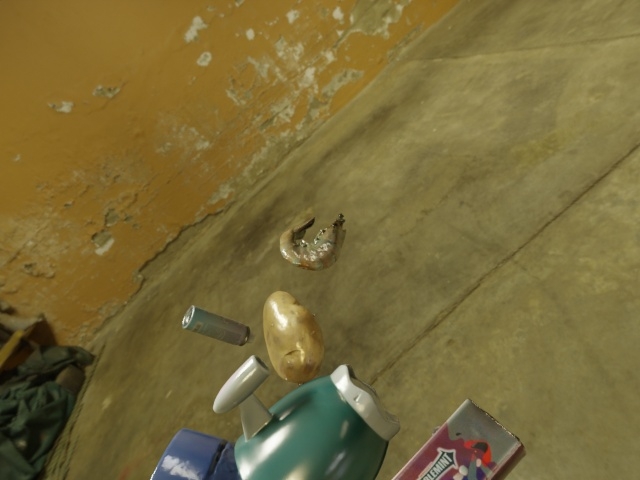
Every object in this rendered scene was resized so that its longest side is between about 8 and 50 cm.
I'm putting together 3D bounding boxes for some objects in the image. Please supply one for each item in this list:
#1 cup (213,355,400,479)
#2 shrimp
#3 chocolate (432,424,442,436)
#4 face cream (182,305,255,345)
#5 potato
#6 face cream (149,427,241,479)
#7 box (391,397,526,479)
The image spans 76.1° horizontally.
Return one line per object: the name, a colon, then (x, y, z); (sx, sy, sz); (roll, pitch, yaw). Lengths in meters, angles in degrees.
cup: (0.007, 0.256, 0.526); (0.173, 0.299, 0.167); (-44, 13, -5)
shrimp: (-0.017, -0.002, 0.971); (0.145, 0.059, 0.254); (9, 33, 7)
chocolate: (0.452, 0.709, 1.395); (0.072, 0.072, 0.167); (-43, 66, -1)
face cream: (-0.312, 0.276, 1.286); (0.075, 0.229, 0.075); (-37, 37, 35)
potato: (-0.065, 0.231, 0.979); (0.235, 0.128, 0.161); (38, 115, 47)
face cream: (-0.171, 0.467, 0.670); (0.249, 0.225, 0.249); (-161, 90, -90)
box: (0.219, 0.385, 0.677); (0.224, 0.069, 0.120); (-43, 40, -12)
